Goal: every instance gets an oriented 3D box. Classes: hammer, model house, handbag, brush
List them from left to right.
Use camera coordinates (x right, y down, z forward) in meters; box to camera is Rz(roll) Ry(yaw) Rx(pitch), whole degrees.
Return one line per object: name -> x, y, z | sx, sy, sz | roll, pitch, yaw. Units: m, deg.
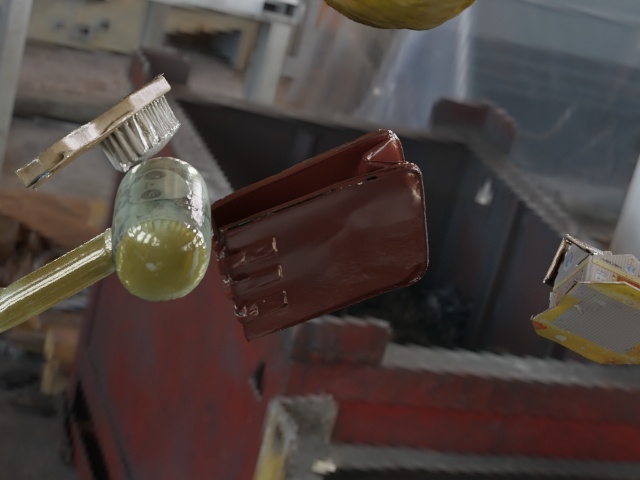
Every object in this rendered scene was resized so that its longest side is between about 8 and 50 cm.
hammer -> -0.264, 0.027, 1.729 | 0.305, 0.113, 0.202 | -26, 24, 9
brush -> -0.199, -0.090, 1.445 | 0.065, 0.070, 0.327 | 56, 18, -6
handbag -> 0.000, -0.001, 1.966 | 0.275, 0.260, 0.084 | -22, 56, -7
model house -> 0.431, 0.072, 2.161 | 0.219, 0.207, 0.136 | 22, 57, -11

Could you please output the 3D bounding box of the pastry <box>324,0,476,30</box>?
pastry -> 0.104, -0.301, 1.058 | 0.164, 0.356, 0.356 | 37, 16, -14
